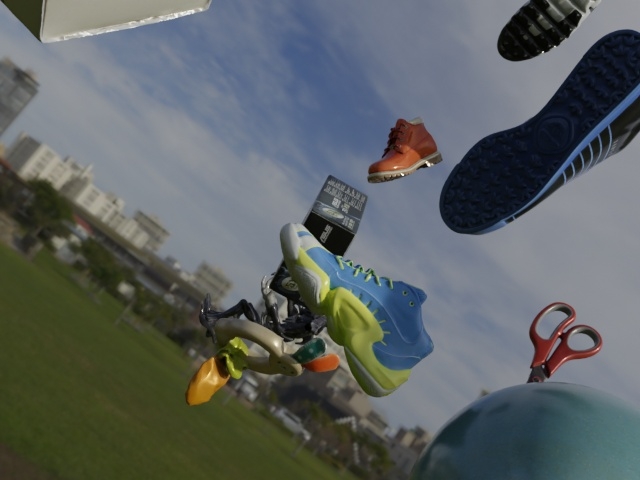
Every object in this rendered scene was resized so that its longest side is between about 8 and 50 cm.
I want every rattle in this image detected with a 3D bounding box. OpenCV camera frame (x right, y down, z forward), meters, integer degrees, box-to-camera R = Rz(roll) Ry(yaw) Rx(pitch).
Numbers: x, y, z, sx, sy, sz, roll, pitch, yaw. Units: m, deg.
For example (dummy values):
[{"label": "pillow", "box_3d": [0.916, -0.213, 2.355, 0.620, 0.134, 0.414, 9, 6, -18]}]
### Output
[{"label": "rattle", "box_3d": [-0.090, 0.205, 1.382, 0.200, 0.143, 0.130, 19, -50, 17]}]

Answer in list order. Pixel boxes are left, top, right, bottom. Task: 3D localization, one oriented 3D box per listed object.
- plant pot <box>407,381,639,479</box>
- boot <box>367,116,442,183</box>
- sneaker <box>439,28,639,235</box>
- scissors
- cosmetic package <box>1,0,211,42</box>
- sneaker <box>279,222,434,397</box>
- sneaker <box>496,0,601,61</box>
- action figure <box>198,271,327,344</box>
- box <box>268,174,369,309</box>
[{"label": "plant pot", "box_3d": [0.188, 0.263, 0.746, 0.290, 0.290, 0.195, 33, 3, 21]}, {"label": "boot", "box_3d": [0.114, -0.135, 1.329, 0.059, 0.158, 0.084, -11, -79, 44]}, {"label": "sneaker", "box_3d": [0.212, -0.081, 0.789, 0.090, 0.232, 0.081, 14, 40, -51]}, {"label": "scissors", "box_3d": [0.323, 0.198, 1.357, 0.109, 0.297, 0.021, 38, -35, 21]}, {"label": "cosmetic package", "box_3d": [-0.205, -0.282, 0.615, 0.296, 0.153, 0.129, 45, -46, 22]}, {"label": "sneaker", "box_3d": [0.051, 0.064, 1.091, 0.240, 0.126, 0.091, 59, -9, 3]}, {"label": "sneaker", "box_3d": [0.354, -0.342, 1.283, 0.078, 0.234, 0.106, 48, 16, -1]}, {"label": "action figure", "box_3d": [-0.086, 0.128, 1.690, 0.276, 0.140, 0.164, -2, -2, 2]}, {"label": "box", "box_3d": [0.000, 0.000, 1.386, 0.078, 0.147, 0.180, 29, 24, -2]}]
